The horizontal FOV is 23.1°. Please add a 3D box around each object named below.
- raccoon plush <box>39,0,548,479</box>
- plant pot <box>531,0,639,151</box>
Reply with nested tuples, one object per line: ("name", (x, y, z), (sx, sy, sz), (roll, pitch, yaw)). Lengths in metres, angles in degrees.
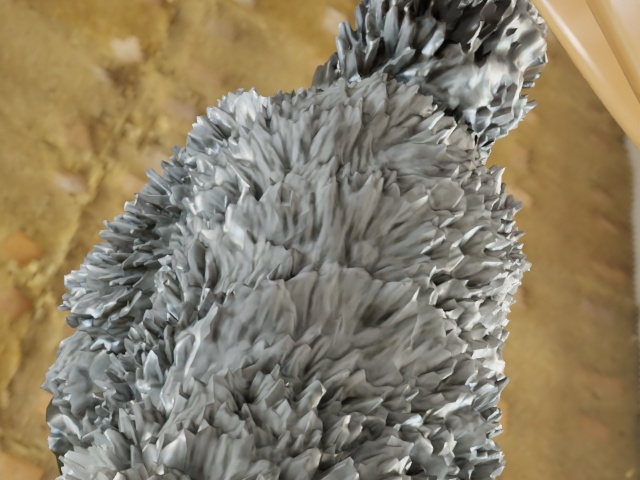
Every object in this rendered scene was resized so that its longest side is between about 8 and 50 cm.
("raccoon plush", (0.000, 0.000, 0.607), (0.216, 0.447, 0.299), (8, -179, -5))
("plant pot", (0.110, -0.188, 0.449), (0.291, 0.203, 0.291), (56, -171, -13))
